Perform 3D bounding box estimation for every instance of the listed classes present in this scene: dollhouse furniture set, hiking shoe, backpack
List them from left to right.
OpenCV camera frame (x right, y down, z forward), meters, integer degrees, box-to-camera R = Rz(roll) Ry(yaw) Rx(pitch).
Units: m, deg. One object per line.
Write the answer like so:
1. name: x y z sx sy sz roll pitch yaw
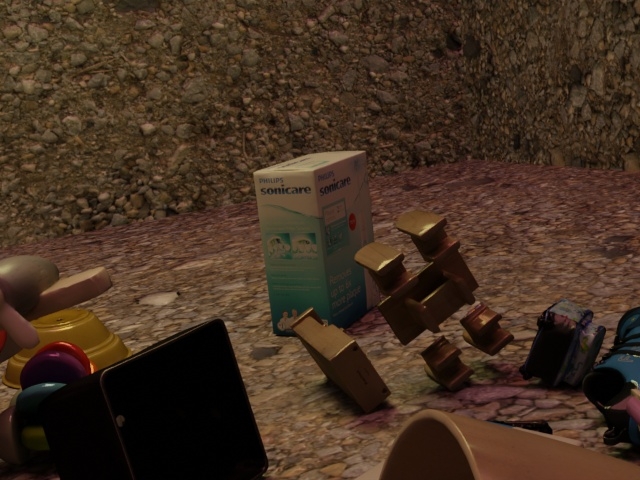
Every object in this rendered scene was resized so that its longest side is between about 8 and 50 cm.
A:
1. dollhouse furniture set: 0.102 0.104 1.198 0.242 0.212 0.161 -37 20 -10
2. backpack: 0.334 0.138 1.156 0.084 0.105 0.114 23 23 22
3. hiking shoe: 0.380 0.150 1.030 0.132 0.113 0.304 -4 12 9

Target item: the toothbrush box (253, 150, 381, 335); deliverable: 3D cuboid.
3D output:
1. toothbrush box: 0.000 0.000 1.530 0.126 0.295 0.216 -1 12 28

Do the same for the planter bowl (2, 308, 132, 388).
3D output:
1. planter bowl: -0.438 0.172 1.460 0.217 0.090 0.217 -7 11 1

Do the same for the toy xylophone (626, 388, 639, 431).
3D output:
1. toy xylophone: 0.462 0.198 0.777 0.323 0.081 0.236 -2 11 -9

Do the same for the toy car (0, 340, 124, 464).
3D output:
1. toy car: -0.343 0.205 1.126 0.159 0.136 0.182 -7 12 -2

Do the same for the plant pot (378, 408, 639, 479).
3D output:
1. plant pot: 0.183 0.237 0.489 0.274 0.256 0.256 7 9 -10

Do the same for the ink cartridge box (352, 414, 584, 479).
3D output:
1. ink cartridge box: 0.130 0.245 0.783 0.148 0.085 0.203 4 17 44

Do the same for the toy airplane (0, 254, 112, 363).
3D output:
1. toy airplane: -0.459 0.113 0.965 0.386 0.272 0.384 -42 32 -22

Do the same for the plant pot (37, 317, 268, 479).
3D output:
1. plant pot: -0.198 0.212 0.949 0.167 0.188 0.187 -15 5 37

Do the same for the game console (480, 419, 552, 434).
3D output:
1. game console: 0.195 0.239 0.961 0.122 0.071 0.107 -2 -17 19
